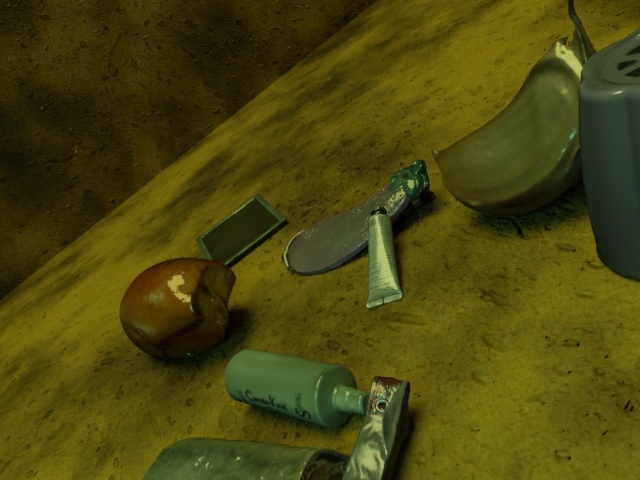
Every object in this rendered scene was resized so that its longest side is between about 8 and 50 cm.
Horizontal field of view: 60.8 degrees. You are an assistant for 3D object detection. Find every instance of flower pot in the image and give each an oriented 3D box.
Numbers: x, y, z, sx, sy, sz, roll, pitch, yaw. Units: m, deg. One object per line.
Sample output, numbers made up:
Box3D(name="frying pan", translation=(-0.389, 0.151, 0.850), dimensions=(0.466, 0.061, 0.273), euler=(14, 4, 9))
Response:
Box3D(name="flower pot", translation=(0.421, -0.118, 0.629), dimensions=(0.265, 0.243, 0.265), euler=(-28, 24, 14))

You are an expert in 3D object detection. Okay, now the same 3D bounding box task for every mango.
Box3D(name="mango", translation=(-0.294, 0.143, 1.110), dimensions=(0.201, 0.199, 0.350), euler=(-20, -4, -44))

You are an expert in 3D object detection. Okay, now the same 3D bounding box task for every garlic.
Box3D(name="garlic", translation=(0.315, -0.157, 0.797), dimensions=(0.151, 0.196, 0.338), euler=(-54, 0, -40))

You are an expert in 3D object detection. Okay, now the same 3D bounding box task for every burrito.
Box3D(name="burrito", translation=(-0.108, 0.314, 0.678), dimensions=(0.299, 0.105, 0.143), euler=(-15, 36, 32))

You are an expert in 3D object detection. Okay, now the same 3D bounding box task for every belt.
Box3D(name="belt", translation=(0.056, 0.264, 0.613), dimensions=(0.053, 0.071, 0.232), euler=(-7, 40, 33))

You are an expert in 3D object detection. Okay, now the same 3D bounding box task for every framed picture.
Box3D(name="framed picture", translation=(-0.219, -0.023, 1.468), dimensions=(0.231, 0.018, 0.293), euler=(-37, 26, -6))

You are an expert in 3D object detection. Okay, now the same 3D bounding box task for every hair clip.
Box3D(name="hair clip", translation=(0.069, -0.027, 1.079), dimensions=(0.359, 0.110, 0.096), euler=(-29, -7, 17))

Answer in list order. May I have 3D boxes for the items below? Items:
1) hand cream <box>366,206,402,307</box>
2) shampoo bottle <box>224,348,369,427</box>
Box3D(name="hand cream", translation=(0.107, 0.026, 0.949), dimensions=(0.067, 0.042, 0.194), euler=(-17, 52, 24))
Box3D(name="shampoo bottle", translation=(-0.031, 0.210, 0.780), dimensions=(0.263, 0.085, 0.085), euler=(-3, 40, 47))
